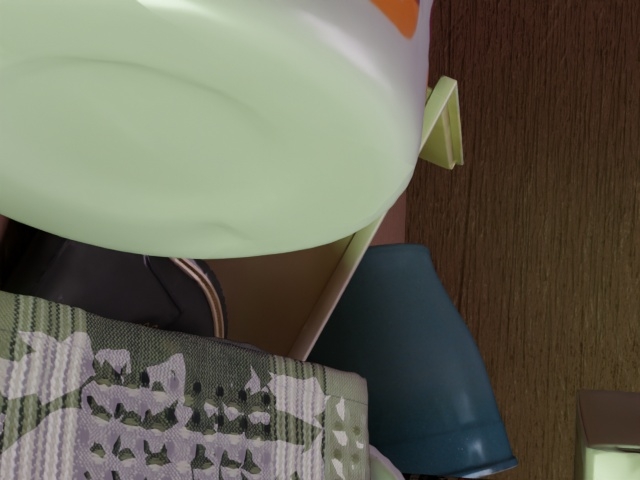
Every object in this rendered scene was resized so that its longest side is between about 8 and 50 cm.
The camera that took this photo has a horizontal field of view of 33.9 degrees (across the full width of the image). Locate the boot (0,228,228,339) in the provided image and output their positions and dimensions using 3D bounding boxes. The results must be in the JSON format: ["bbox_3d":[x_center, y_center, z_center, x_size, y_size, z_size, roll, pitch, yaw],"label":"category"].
[{"bbox_3d":[-0.124,0.050,0.608,0.198,0.077,0.137,64,31,-42],"label":"boot"}]

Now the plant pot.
[{"bbox_3d":[0.053,0.144,1.146,0.271,0.272,0.255,41,37,-78],"label":"plant pot"}]

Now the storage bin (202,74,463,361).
[{"bbox_3d":[0.000,0.000,0.848,0.262,0.123,0.260,-62,167,-4],"label":"storage bin"}]

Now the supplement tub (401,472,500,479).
[{"bbox_3d":[0.039,0.285,0.852,0.193,0.316,0.193,1,90,-81],"label":"supplement tub"}]

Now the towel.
[{"bbox_3d":[-0.082,0.195,0.505,0.312,0.056,0.324,21,63,-45],"label":"towel"}]

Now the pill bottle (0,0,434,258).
[{"bbox_3d":[-0.052,-0.209,0.479,0.224,0.224,0.392,72,23,-64],"label":"pill bottle"}]

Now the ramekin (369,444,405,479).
[{"bbox_3d":[-0.024,0.215,0.685,0.109,0.207,0.207,127,-27,-63],"label":"ramekin"}]

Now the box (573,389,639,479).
[{"bbox_3d":[0.251,0.282,0.792,0.148,0.121,0.311,-35,126,-77],"label":"box"}]
